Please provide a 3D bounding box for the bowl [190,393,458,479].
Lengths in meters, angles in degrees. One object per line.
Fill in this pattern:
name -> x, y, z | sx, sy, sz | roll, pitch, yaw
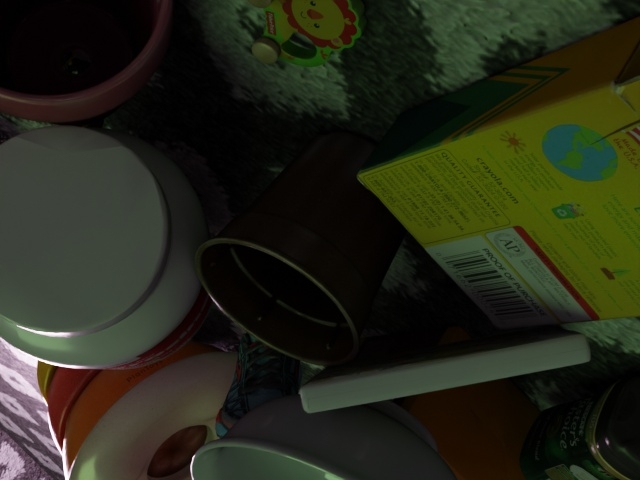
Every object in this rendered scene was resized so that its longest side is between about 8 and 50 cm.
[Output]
bowl -> 0.030, 0.244, 0.950 | 0.298, 0.134, 0.297 | 19, 142, 16

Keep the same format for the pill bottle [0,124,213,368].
pill bottle -> -0.224, 0.017, 0.961 | 0.229, 0.229, 0.407 | 35, 171, 1

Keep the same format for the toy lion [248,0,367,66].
toy lion -> -0.009, -0.177, 0.754 | 0.096, 0.034, 0.100 | 20, 149, 14

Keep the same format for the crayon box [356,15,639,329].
crayon box -> 0.198, -0.035, 0.680 | 0.202, 0.081, 0.319 | 46, 151, -19

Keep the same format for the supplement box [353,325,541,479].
supplement box -> 0.127, 0.215, 1.092 | 0.191, 0.129, 0.194 | 46, 150, -18

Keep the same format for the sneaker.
sneaker -> -0.073, 0.156, 1.140 | 0.104, 0.262, 0.125 | 0, 106, -2

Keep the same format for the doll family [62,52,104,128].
doll family -> -0.289, -0.188, 1.008 | 0.111, 0.076, 0.193 | 16, 152, 25

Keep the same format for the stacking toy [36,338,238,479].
stacking toy -> -0.332, 0.213, 1.519 | 0.480, 0.351, 0.350 | 40, 159, 37

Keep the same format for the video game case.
video game case -> 0.106, 0.108, 0.829 | 0.227, 0.026, 0.206 | -12, 176, 5

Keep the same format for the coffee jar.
coffee jar -> 0.277, 0.197, 0.932 | 0.079, 0.096, 0.184 | 36, 152, -3

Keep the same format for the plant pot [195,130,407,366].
plant pot -> 0.000, 0.000, 0.861 | 0.167, 0.165, 0.167 | 25, 148, 17

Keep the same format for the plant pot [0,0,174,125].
plant pot -> -0.230, -0.187, 0.829 | 0.201, 0.201, 0.180 | 36, 167, 0
